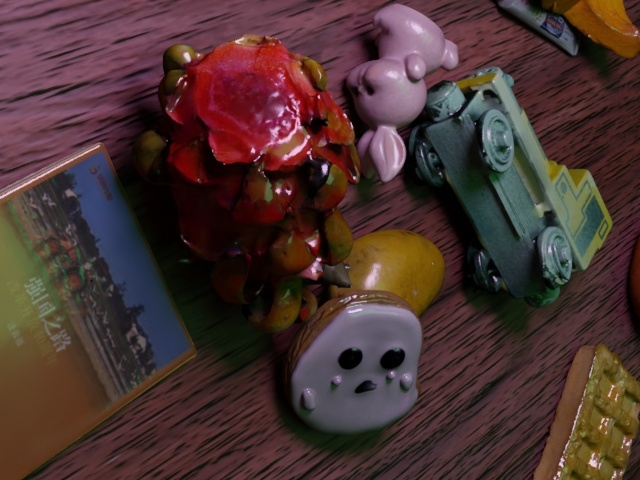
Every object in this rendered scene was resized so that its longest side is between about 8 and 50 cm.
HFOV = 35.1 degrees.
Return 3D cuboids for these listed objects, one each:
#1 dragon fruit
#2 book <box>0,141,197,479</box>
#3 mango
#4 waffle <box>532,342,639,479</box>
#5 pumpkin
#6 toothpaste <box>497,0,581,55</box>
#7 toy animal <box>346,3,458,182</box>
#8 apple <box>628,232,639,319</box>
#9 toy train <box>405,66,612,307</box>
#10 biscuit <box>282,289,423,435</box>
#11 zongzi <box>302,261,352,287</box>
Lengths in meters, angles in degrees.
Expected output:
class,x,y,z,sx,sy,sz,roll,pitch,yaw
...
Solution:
class,x,y,z,sx,sy,sz,roll,pitch,yaw
dragon fruit,-0.073,-0.056,1.071,0.243,0.227,0.307,17,76,-75
book,-0.310,0.098,0.986,0.374,0.028,0.262,-35,112,-35
mango,0.088,0.055,1.293,0.195,0.098,0.137,-13,96,-47
waffle,0.433,0.316,1.619,0.168,0.057,0.274,38,66,-34
pumpkin,0.405,-0.452,1.561,0.258,0.095,0.290,20,69,-43
toothpaste,0.336,-0.344,1.547,0.233,0.038,0.060,15,84,-43
toy animal,0.083,-0.185,1.278,0.124,0.124,0.212,32,76,-37
apple,0.616,0.058,1.709,0.210,0.173,0.235,37,75,-40
toy train,0.265,-0.090,1.421,0.237,0.150,0.369,-52,122,-38
biscuit,0.045,0.155,1.219,0.181,0.049,0.208,-8,126,-19
zongzi,0.000,0.000,1.197,0.055,0.119,0.109,-4,93,-37
